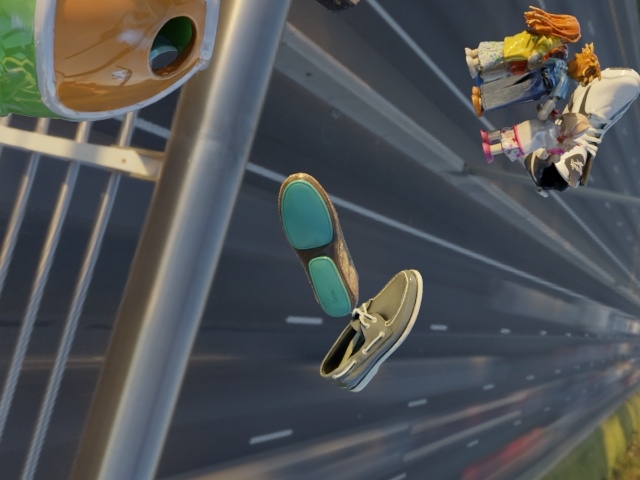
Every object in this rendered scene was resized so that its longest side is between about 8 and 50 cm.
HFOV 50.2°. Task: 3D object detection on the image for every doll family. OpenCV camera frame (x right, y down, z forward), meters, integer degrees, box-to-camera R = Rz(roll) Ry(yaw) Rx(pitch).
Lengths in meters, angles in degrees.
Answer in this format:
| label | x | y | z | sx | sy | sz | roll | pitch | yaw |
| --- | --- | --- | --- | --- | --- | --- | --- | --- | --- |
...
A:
| label | x | y | z | sx | sy | sz | roll | pitch | yaw |
| --- | --- | --- | --- | --- | --- | --- | --- | --- | --- |
| doll family | 0.288 | -0.228 | 0.931 | 0.118 | 0.163 | 0.263 | 56 | 29 | -43 |

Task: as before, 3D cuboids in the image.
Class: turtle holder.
| label | x | y | z | sx | sy | sz | roll | pitch | yaw |
| --- | --- | --- | --- | --- | --- | --- | --- | --- | --- |
| turtle holder | -0.216 | -0.236 | 0.608 | 0.227 | 0.320 | 0.243 | 1 | 111 | -19 |

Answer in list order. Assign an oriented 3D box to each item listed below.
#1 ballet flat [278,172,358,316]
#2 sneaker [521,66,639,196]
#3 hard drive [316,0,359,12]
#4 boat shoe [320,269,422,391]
| label | x | y | z | sx | sy | sz | roll | pitch | yaw |
| --- | --- | --- | --- | --- | --- | --- | --- | --- | --- |
| ballet flat | 0.000 | 0.000 | 0.861 | 0.067 | 0.073 | 0.206 | -69 | 148 | -57 |
| sneaker | 0.425 | -0.159 | 1.107 | 0.094 | 0.235 | 0.153 | 31 | 43 | -24 |
| hard drive | 0.015 | -0.371 | 0.734 | 0.255 | 0.172 | 0.054 | -64 | -167 | -24 |
| boat shoe | 0.107 | 0.192 | 1.474 | 0.099 | 0.116 | 0.319 | 21 | 112 | -26 |
